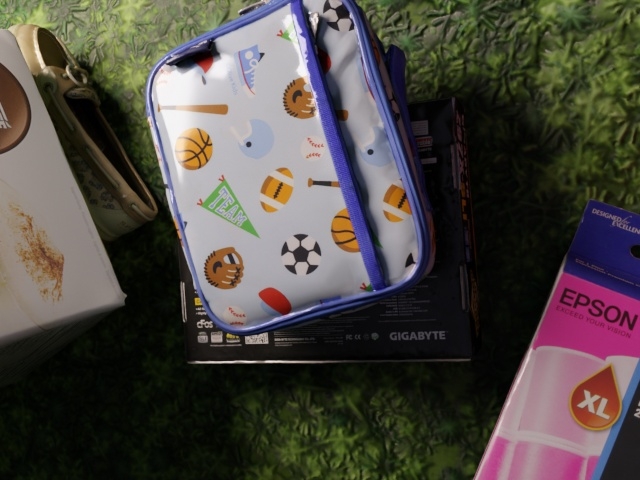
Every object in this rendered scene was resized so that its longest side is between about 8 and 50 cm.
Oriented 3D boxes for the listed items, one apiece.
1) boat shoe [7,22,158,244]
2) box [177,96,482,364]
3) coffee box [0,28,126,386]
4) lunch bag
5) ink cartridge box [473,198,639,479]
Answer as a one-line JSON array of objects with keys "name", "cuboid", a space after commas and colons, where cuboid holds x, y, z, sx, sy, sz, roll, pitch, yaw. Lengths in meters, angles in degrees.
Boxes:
[{"name": "boat shoe", "cuboid": [-0.288, -0.139, 0.792, 0.089, 0.104, 0.285, -23, 93, 14]}, {"name": "box", "cuboid": [0.000, 0.000, 0.698, 0.322, 0.079, 0.257, -5, 87, 20]}, {"name": "coffee box", "cuboid": [-0.473, 0.010, 0.681, 0.338, 0.334, 0.337, -31, 80, 42]}, {"name": "lunch bag", "cuboid": [-0.023, -0.077, 0.608, 0.243, 0.115, 0.303, -17, 86, 17]}, {"name": "ink cartridge box", "cuboid": [0.262, 0.154, 0.579, 0.176, 0.069, 0.371, 22, 85, 18]}]
